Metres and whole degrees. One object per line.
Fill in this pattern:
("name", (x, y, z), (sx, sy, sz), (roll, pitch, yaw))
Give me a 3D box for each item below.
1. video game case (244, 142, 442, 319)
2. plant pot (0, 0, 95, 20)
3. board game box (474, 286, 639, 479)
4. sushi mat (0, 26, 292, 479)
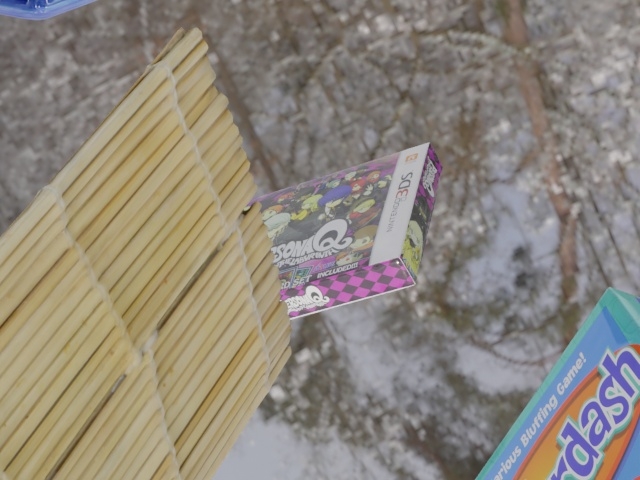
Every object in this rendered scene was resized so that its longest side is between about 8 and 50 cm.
("video game case", (0.000, 0.000, 1.371), (0.232, 0.042, 0.210), (-16, -151, 24))
("plant pot", (-0.168, -0.268, 0.744), (0.236, 0.212, 0.236), (-14, 168, 33))
("board game box", (0.130, 0.143, 0.538), (0.160, 0.047, 0.210), (-60, -152, 22))
("sushi mat", (-0.089, 0.081, 0.386), (0.019, 0.151, 0.316), (5, -140, 25))
